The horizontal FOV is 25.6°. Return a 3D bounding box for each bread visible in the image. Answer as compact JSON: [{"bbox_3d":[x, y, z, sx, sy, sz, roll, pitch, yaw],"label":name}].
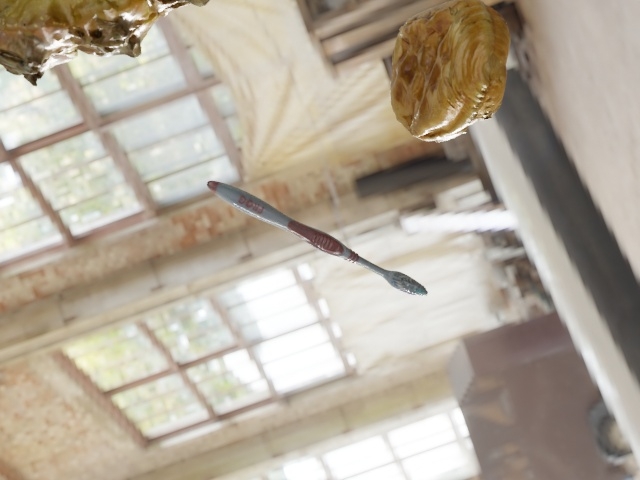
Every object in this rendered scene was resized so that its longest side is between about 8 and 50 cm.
[{"bbox_3d":[0.079,-0.105,0.881,0.110,0.044,0.083,167,106,-67],"label":"bread"}]

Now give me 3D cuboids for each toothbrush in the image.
[{"bbox_3d":[0.000,0.000,0.994,0.193,0.013,0.019,27,178,-27],"label":"toothbrush"}]

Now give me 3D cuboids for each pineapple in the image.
[{"bbox_3d":[-0.197,-0.171,0.990,0.158,0.334,0.161,75,-160,-72],"label":"pineapple"}]
